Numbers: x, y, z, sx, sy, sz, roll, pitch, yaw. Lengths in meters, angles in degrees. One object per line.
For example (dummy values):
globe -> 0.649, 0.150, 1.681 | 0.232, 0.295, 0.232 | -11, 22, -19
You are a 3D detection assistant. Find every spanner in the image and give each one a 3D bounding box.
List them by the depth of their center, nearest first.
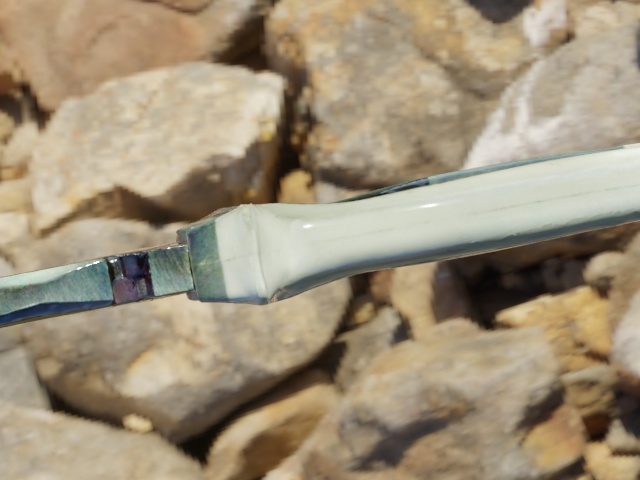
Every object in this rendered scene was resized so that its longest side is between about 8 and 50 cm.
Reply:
spanner -> 0.000, 0.000, 0.719 | 0.096, 0.325, 0.040 | 174, 85, -79
